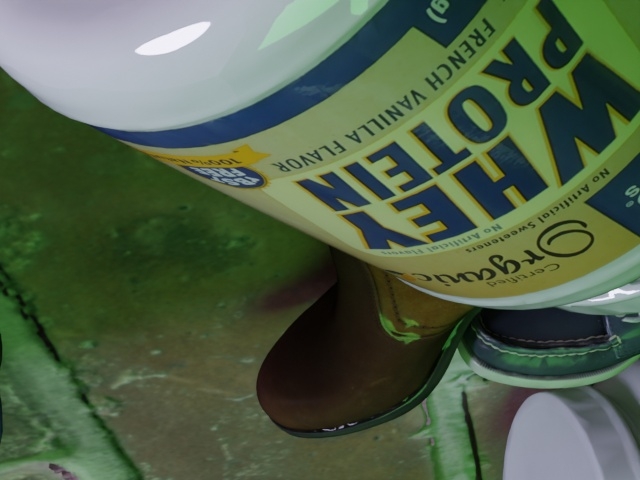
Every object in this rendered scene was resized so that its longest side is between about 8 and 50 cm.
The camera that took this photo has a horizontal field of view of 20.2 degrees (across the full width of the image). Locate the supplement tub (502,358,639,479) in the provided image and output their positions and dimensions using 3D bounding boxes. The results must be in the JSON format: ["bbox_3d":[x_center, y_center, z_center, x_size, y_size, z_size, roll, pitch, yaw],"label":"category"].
[{"bbox_3d":[0.320,0.194,1.283,0.331,0.241,0.241,-4,150,-16],"label":"supplement tub"}]

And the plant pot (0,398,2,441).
[{"bbox_3d":[-0.279,0.035,0.788,0.236,0.236,0.212,16,135,-39],"label":"plant pot"}]

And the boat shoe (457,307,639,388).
[{"bbox_3d":[0.206,0.025,1.093,0.254,0.095,0.079,-9,152,-10],"label":"boat shoe"}]

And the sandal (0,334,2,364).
[{"bbox_3d":[-0.325,0.086,0.974,0.302,0.120,0.086,-23,155,-1],"label":"sandal"}]

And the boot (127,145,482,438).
[{"bbox_3d":[0.000,0.000,0.968,0.264,0.096,0.280,-29,146,27],"label":"boot"}]

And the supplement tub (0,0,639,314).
[{"bbox_3d":[0.044,-0.105,0.669,0.228,0.228,0.316,-30,147,27],"label":"supplement tub"}]
